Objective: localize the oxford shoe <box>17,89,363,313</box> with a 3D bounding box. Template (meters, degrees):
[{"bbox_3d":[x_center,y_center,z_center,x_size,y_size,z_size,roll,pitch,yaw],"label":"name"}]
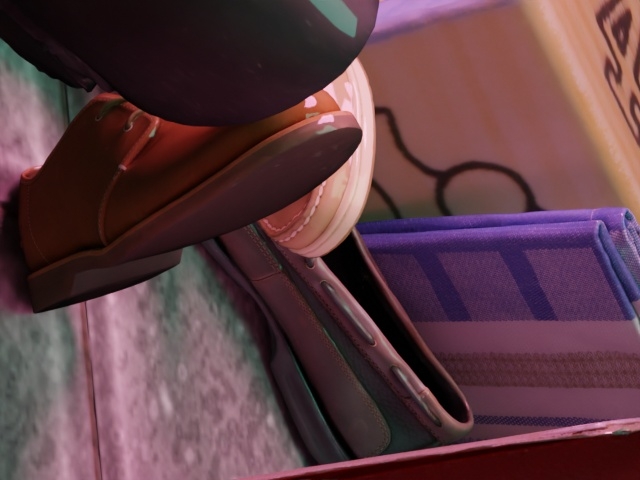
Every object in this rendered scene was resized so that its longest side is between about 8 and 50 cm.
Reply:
[{"bbox_3d":[-0.065,-0.030,0.782,0.076,0.212,0.076,-13,84,-41],"label":"oxford shoe"}]

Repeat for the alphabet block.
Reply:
[{"bbox_3d":[0.084,-0.099,1.111,0.197,0.192,0.193,59,33,-33],"label":"alphabet block"}]

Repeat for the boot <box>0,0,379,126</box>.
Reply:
[{"bbox_3d":[-0.132,-0.174,0.559,0.445,0.146,0.367,48,-4,-38],"label":"boot"}]

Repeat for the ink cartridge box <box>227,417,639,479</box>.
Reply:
[{"bbox_3d":[0.026,0.148,0.744,0.272,0.309,0.130,9,70,-61],"label":"ink cartridge box"}]

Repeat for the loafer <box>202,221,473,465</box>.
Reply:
[{"bbox_3d":[0.000,0.000,1.014,0.267,0.084,0.096,65,29,-22],"label":"loafer"}]

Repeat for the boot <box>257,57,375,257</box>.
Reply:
[{"bbox_3d":[-0.065,-0.098,0.884,0.165,0.077,0.213,14,52,-40],"label":"boot"}]

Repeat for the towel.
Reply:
[{"bbox_3d":[0.131,0.094,1.092,0.285,0.209,0.034,59,46,-30],"label":"towel"}]
